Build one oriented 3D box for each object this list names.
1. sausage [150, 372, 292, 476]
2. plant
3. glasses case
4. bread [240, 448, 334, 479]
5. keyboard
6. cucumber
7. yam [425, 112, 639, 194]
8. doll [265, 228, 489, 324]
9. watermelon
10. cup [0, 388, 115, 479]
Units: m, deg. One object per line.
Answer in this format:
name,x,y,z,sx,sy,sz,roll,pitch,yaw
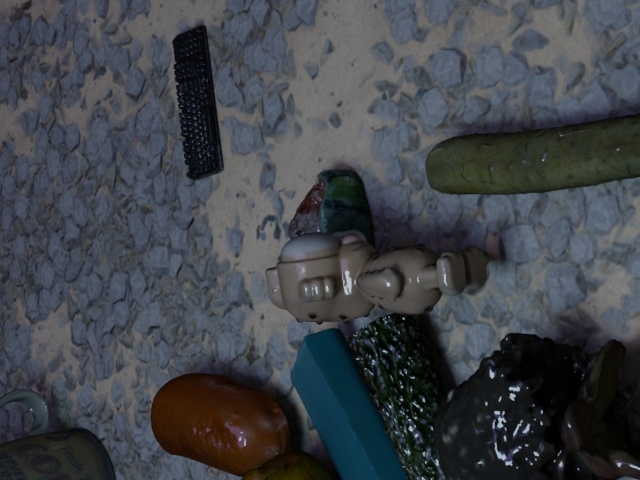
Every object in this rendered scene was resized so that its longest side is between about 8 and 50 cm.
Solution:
sausage,-0.145,0.259,1.912,0.258,0.133,0.133,11,97,47
plant,0.245,0.202,1.466,0.234,0.178,0.204,-39,61,45
glasses case,0.058,0.265,1.734,0.301,0.070,0.117,60,153,26
bread,-0.074,0.391,1.760,0.146,0.268,0.268,45,121,18
keyboard,-0.189,-0.209,2.037,0.072,0.023,0.231,-15,78,43
cucumber,0.143,0.258,1.635,0.096,0.096,0.359,-42,63,37
yam,0.274,-0.095,1.512,0.372,0.083,0.083,-2,88,47
doll,0.070,0.041,1.637,0.278,0.154,0.119,-5,95,31
watermelon,0.000,0.000,1.808,0.139,0.071,0.187,-7,85,50
cup,-0.502,0.389,2.192,0.227,0.257,0.301,-29,67,40
